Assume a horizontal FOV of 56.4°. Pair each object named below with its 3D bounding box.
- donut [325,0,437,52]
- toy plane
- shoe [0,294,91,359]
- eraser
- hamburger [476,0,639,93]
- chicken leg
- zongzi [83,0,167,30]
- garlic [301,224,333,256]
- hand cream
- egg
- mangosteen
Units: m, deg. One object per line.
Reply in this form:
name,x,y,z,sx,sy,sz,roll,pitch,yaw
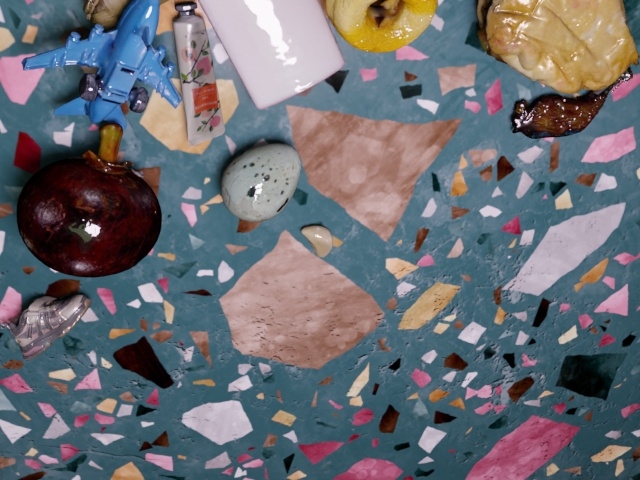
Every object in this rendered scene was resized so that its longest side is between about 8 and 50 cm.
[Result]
donut,0.105,-0.375,0.953,0.190,0.075,0.174,4,146,-45
toy plane,-0.314,-0.271,0.931,0.254,0.105,0.271,7,149,-40
shoe,-0.544,0.152,1.187,0.180,0.089,0.092,-37,107,8
eraser,-0.090,-0.369,0.962,0.174,0.095,0.270,-26,120,5
hamburger,0.367,-0.378,1.006,0.209,0.162,0.330,-36,122,14
chicken leg,0.491,-0.262,1.163,0.253,0.051,0.106,-25,116,1
zongzi,-0.313,-0.426,0.902,0.160,0.078,0.176,-26,111,5
garlic,-0.001,0.000,1.224,0.053,0.041,0.083,-21,129,8
hand cream,-0.210,-0.279,1.016,0.080,0.050,0.234,-29,129,-34
egg,-0.106,-0.108,1.086,0.164,0.131,0.131,-43,118,16
mangosteen,-0.377,-0.070,1.009,0.235,0.235,0.262,14,102,-18
